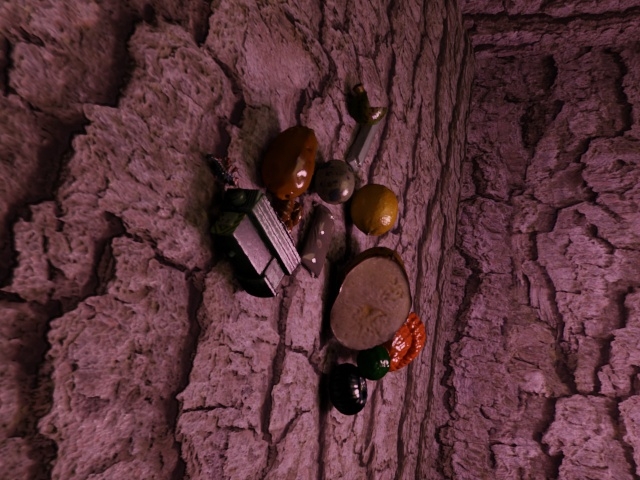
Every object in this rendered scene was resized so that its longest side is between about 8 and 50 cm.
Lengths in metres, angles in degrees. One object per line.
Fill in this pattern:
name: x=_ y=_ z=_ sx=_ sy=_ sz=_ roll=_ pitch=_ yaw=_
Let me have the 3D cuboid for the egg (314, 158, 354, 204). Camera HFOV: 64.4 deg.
egg: x=0.049 y=-0.209 z=1.781 sx=0.141 sy=0.141 sz=0.182 roll=59 pitch=26 yaw=-46

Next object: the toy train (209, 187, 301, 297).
toy train: x=-0.178 y=0.013 z=1.395 sx=0.178 sy=0.138 sz=0.330 roll=-60 pitch=141 yaw=-32

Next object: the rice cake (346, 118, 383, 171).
rice cake: x=0.183 y=-0.418 z=2.083 sx=0.066 sy=0.062 sz=0.337 roll=58 pitch=43 yaw=-42

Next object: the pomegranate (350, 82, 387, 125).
pomegranate: x=0.172 y=-0.524 z=2.003 sx=0.169 sy=0.122 sz=0.143 roll=37 pitch=21 yaw=-18

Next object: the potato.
potato: x=0.203 y=0.214 z=2.017 sx=0.296 sy=0.289 sz=0.398 roll=-72 pitch=178 yaw=-86

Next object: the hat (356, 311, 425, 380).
hat: x=0.254 y=0.403 z=2.057 sx=0.400 sy=0.285 sz=0.286 roll=7 pitch=87 yaw=-66

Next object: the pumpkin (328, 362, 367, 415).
pumpkin: x=0.104 y=0.574 z=1.964 sx=0.202 sy=0.140 sz=0.202 roll=-12 pitch=90 yaw=-68

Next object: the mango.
mango: x=-0.084 y=-0.238 z=1.518 sx=0.155 sy=0.151 sz=0.249 roll=32 pitch=63 yaw=-20

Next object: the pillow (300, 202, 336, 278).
pillow: x=0.000 y=0.000 z=1.796 sx=0.169 sy=0.059 sz=0.255 roll=56 pitch=45 yaw=-52

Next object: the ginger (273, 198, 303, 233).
ginger: x=-0.115 y=-0.068 z=1.568 sx=0.103 sy=0.073 sz=0.162 roll=46 pitch=58 yaw=-36

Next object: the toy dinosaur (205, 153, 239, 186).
toy dinosaur: x=-0.253 y=-0.185 z=1.322 sx=0.154 sy=0.049 sz=0.055 roll=48 pitch=55 yaw=-59

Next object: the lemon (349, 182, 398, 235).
lemon: x=0.214 y=-0.124 z=2.039 sx=0.192 sy=0.192 sz=0.231 roll=53 pitch=46 yaw=-50
